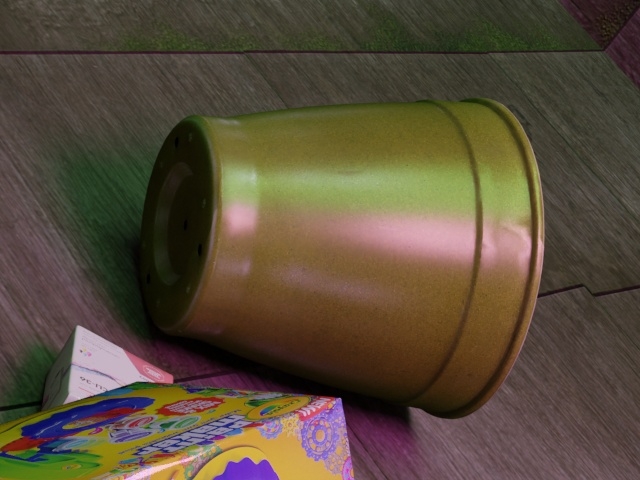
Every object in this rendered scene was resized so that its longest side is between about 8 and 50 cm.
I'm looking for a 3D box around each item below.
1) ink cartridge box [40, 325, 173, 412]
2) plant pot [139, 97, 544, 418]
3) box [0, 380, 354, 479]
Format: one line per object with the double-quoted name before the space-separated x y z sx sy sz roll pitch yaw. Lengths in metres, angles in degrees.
"ink cartridge box" -0.205 0.171 1.816 0.115 0.067 0.198 29 18 -15
"plant pot" 0.000 0.000 2.078 0.353 0.366 0.366 7 41 -23
"box" -0.164 0.238 1.519 0.290 0.279 0.177 -15 100 -42
